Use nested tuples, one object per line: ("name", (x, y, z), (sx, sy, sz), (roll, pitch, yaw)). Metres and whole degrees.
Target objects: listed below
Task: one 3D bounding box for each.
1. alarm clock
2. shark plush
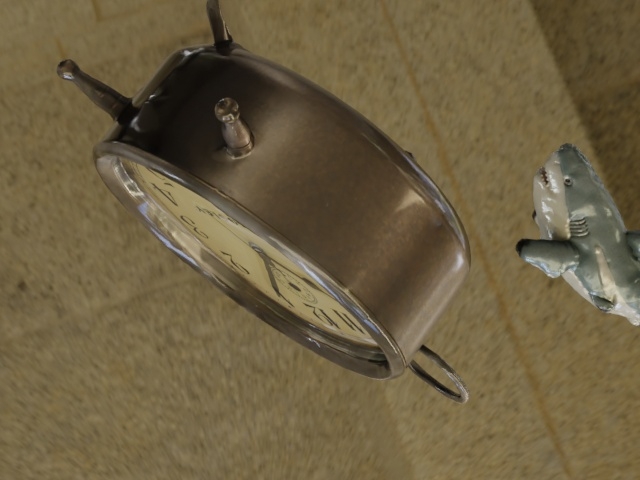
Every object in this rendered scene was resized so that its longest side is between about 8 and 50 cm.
("alarm clock", (0.000, 0.000, 0.536), (0.064, 0.129, 0.192), (-51, -53, -15))
("shark plush", (0.189, 0.015, 0.949), (0.161, 0.073, 0.067), (47, -63, 10))
